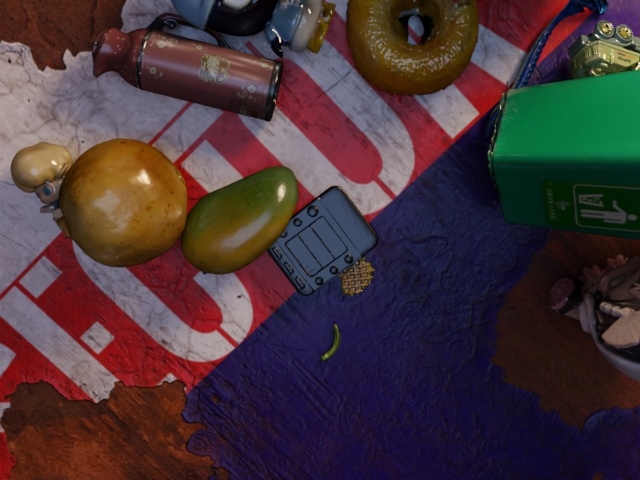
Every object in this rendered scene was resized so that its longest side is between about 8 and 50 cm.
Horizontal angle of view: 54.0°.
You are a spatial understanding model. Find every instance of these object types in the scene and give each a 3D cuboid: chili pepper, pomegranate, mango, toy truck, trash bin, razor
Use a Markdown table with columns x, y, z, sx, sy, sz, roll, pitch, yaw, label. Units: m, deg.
| x | y | z | sx | sy | sz | roll | pitch | yaw | label |
| --- | --- | --- | --- | --- | --- | --- | --- | --- | --- |
| 0.022 | 0.208 | 1.260 | 0.030 | 0.017 | 0.083 | 25 | 100 | -4 | chili pepper |
| -0.338 | -0.068 | 1.095 | 0.233 | 0.233 | 0.233 | 0 | 101 | 0 | pomegranate |
| -0.143 | -0.036 | 1.155 | 0.251 | 0.114 | 0.156 | -31 | 56 | 2 | mango |
| 0.531 | -0.299 | 1.098 | 0.191 | 0.085 | 0.116 | 10 | 71 | -12 | toy truck |
| 0.486 | -0.152 | 1.008 | 0.381 | 0.295 | 0.259 | 4 | 145 | 28 | trash bin |
| 0.394 | -0.323 | 1.146 | 0.056 | 0.093 | 0.324 | 44 | 105 | 32 | razor |

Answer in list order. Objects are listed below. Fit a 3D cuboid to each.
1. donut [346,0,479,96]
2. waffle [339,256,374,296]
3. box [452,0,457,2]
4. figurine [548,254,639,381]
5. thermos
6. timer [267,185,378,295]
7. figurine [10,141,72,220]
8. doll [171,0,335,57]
| x | y | z | sx | sy | sz | roll | pitch | yaw | label |
| --- | --- | --- | --- | --- | --- | --- | --- | --- | --- |
| 0.161 | -0.382 | 1.105 | 0.254 | 0.118 | 0.253 | 0 | 87 | 3 | donut |
| 0.062 | 0.063 | 1.233 | 0.078 | 0.016 | 0.085 | -38 | 99 | 2 | waffle |
| 0.339 | -0.576 | 0.924 | 0.314 | 0.300 | 0.312 | -27 | 101 | -20 | box |
| 0.579 | 0.122 | 1.081 | 0.253 | 0.361 | 0.211 | -35 | 89 | 5 | figurine |
| -0.235 | -0.315 | 1.107 | 0.330 | 0.109 | 0.136 | 13 | 114 | -3 | thermos |
| 0.000 | 0.000 | 1.203 | 0.187 | 0.055 | 0.144 | -36 | 95 | 2 | timer |
| -0.490 | -0.085 | 1.164 | 0.108 | 0.114 | 0.195 | -27 | 112 | -19 | figurine |
| -0.131 | -0.426 | 1.074 | 0.314 | 0.141 | 0.177 | 20 | 75 | -11 | doll |
